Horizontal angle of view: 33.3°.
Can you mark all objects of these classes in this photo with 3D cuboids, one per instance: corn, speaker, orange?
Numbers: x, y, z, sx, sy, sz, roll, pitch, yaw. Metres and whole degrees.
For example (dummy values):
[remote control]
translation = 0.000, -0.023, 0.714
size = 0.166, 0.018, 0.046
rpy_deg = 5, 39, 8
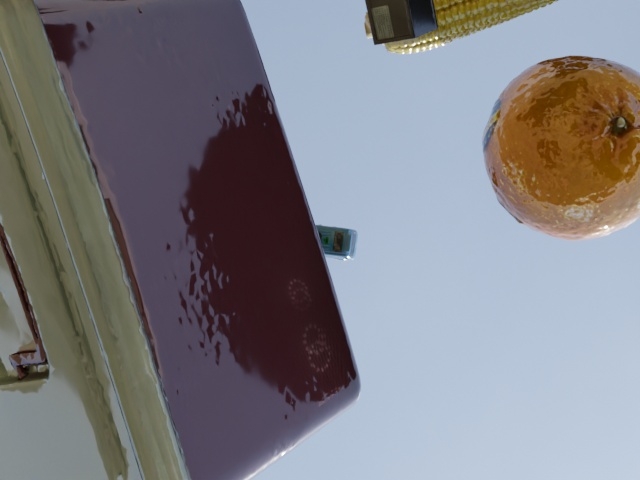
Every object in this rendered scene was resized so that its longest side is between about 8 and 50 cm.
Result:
[corn]
translation = 0.135, -0.213, 0.918
size = 0.206, 0.067, 0.067
rpy_deg = -17, -117, 14
[speaker]
translation = 0.048, -0.253, 0.836
size = 0.040, 0.046, 0.191
rpy_deg = -2, -72, 35
[orange]
translation = 0.239, -0.088, 0.996
size = 0.178, 0.155, 0.177
rpy_deg = 6, -127, -8

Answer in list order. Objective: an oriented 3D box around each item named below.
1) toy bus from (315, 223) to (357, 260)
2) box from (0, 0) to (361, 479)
[toy bus]
translation = 0.000, 0.000, 1.234
size = 0.083, 0.046, 0.038
rpy_deg = 7, -94, 5
[box]
translation = -0.110, 0.007, 0.563
size = 0.193, 0.167, 0.294
rpy_deg = -12, -83, 44
